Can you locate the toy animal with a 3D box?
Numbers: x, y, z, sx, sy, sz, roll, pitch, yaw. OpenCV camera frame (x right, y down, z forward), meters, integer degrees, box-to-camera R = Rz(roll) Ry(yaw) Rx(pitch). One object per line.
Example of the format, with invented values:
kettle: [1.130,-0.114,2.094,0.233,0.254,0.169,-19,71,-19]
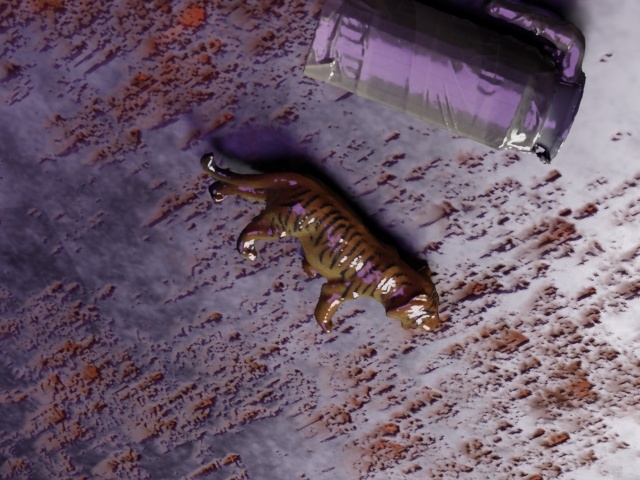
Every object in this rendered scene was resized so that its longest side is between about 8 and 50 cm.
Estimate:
toy animal: [0.000,0.000,1.558,0.099,0.057,0.241,-31,115,33]

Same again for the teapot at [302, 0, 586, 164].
teapot: [0.097,-0.137,1.370,0.200,0.077,0.107,21,117,0]
